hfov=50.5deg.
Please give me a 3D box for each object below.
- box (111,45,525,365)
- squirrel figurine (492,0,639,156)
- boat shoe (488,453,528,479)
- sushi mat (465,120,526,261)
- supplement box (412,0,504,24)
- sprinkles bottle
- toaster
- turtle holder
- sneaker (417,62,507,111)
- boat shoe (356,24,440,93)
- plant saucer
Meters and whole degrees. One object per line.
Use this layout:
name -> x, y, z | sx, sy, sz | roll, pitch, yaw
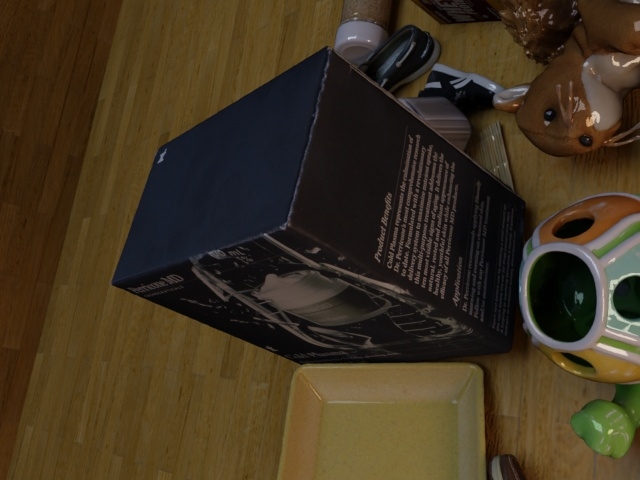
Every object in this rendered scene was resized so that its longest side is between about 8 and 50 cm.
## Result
box -> 0.000, 0.000, 1.135 | 0.480, 0.472, 0.297 | -17, 51, 47
squirrel figurine -> 0.439, -0.320, 1.058 | 0.370, 0.281, 0.397 | -58, 27, 28
boat shoe -> 0.331, 0.422, 0.966 | 0.095, 0.095, 0.257 | -30, 59, 18
sushi mat -> 0.292, -0.053, 1.238 | 0.151, 0.019, 0.316 | -26, 56, 39
supplement box -> 0.303, -0.548, 1.342 | 0.194, 0.129, 0.191 | 17, 88, 49
sprinkles bottle -> 0.115, -0.586, 1.563 | 0.121, 0.121, 0.355 | -5, 71, 46
toaster -> 0.176, -0.178, 1.260 | 0.129, 0.146, 0.227 | 55, 133, 30
turtle holder -> 0.373, 0.095, 0.918 | 0.243, 0.227, 0.320 | 36, 119, 42
sneaker -> 0.270, -0.260, 1.310 | 0.121, 0.079, 0.217 | -64, 33, 11
boat shoe -> 0.118, -0.359, 1.491 | 0.302, 0.091, 0.114 | -39, 49, 29
plant saucer -> 0.102, 0.366, 1.107 | 0.333, 0.081, 0.332 | -3, 51, 15
